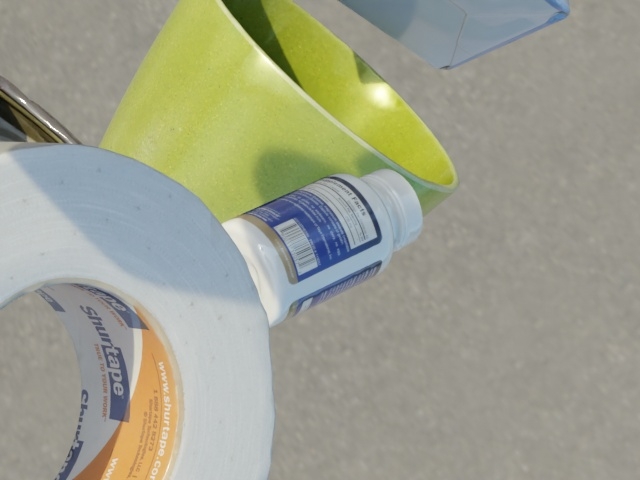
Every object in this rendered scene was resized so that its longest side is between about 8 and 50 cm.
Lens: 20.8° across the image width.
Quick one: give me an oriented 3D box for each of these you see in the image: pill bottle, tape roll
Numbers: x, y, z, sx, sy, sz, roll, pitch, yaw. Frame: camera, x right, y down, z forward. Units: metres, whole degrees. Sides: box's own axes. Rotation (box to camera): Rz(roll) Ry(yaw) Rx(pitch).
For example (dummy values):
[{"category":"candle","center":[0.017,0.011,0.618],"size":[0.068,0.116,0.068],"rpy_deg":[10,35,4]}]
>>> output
[{"category":"pill bottle","center":[0.000,0.000,1.023],"size":[0.120,0.067,0.067],"rpy_deg":[-25,128,-34]},{"category":"tape roll","center":[-0.121,0.070,0.698],"size":[0.219,0.072,0.219],"rpy_deg":[-4,95,-42]}]

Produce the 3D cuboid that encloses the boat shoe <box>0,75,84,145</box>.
[{"category":"boat shoe","center":[-0.244,-0.082,1.075],"size":[0.285,0.092,0.103],"rpy_deg":[34,60,-10]}]

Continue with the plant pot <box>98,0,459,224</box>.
[{"category":"plant pot","center":[-0.083,-0.032,1.451],"size":[0.275,0.275,0.293],"rpy_deg":[31,109,-35]}]

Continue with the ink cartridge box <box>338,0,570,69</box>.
[{"category":"ink cartridge box","center":[0.072,-0.386,1.496],"size":[0.151,0.395,0.270],"rpy_deg":[-21,151,31]}]
